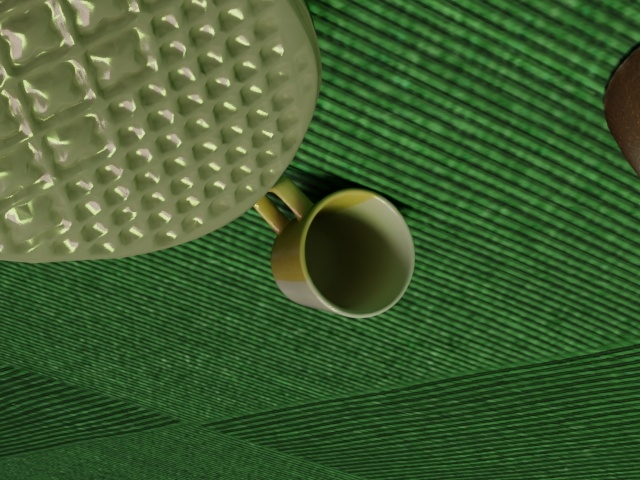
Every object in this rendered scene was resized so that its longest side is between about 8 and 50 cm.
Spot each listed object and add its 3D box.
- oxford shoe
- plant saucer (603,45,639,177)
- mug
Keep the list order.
[{"bbox_3d":[-0.186,-0.109,0.398,0.449,0.169,0.130,17,-158,-36],"label":"oxford shoe"},{"bbox_3d":[0.204,-0.028,0.514,0.198,0.036,0.198,10,159,4],"label":"plant saucer"},{"bbox_3d":[0.004,0.001,0.693,0.062,0.078,0.064,-16,-178,-25],"label":"mug"}]
